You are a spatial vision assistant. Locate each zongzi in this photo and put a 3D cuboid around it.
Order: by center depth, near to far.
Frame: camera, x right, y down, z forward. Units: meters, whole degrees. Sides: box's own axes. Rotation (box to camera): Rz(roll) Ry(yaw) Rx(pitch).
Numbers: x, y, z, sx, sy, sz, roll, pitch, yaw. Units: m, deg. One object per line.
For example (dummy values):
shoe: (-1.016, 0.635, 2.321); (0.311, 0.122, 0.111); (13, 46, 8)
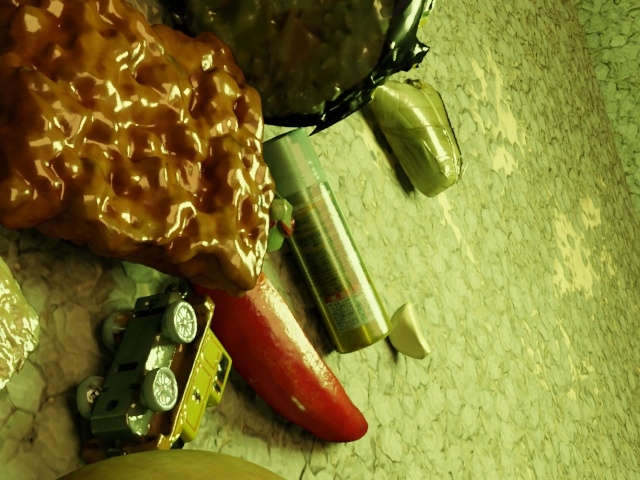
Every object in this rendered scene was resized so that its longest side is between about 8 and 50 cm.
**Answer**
zongzi: (0.141, -0.168, 1.522); (0.197, 0.099, 0.194); (2, 65, -59)

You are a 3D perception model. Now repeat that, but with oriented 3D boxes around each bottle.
bottle: (0.000, 0.000, 1.223); (0.082, 0.082, 0.286); (-34, 102, -58)

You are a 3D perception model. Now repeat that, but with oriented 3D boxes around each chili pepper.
chili pepper: (-0.050, 0.127, 1.088); (0.368, 0.092, 0.137); (59, 3, -23)

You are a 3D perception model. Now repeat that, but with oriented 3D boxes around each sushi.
sushi: (0.006, -0.320, 1.191); (0.328, 0.328, 0.285); (59, 32, 5)

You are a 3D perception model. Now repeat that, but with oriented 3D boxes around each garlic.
garlic: (0.124, 0.132, 1.369); (0.041, 0.053, 0.083); (-29, 91, -57)

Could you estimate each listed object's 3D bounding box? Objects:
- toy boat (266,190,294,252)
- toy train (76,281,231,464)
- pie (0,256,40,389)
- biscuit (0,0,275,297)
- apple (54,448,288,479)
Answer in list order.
toy boat: (-0.072, -0.034, 1.111); (0.089, 0.185, 0.071); (1, 107, -18)
toy train: (-0.150, 0.136, 0.907); (0.127, 0.089, 0.219); (59, 30, -37)
pie: (-0.309, 0.063, 0.731); (0.185, 0.052, 0.218); (60, 34, -19)
biscuit: (-0.181, -0.110, 0.948); (0.312, 0.110, 0.318); (21, 52, -40)
apple: (-0.126, 0.307, 0.650); (0.338, 0.305, 0.338); (9, 78, -49)
